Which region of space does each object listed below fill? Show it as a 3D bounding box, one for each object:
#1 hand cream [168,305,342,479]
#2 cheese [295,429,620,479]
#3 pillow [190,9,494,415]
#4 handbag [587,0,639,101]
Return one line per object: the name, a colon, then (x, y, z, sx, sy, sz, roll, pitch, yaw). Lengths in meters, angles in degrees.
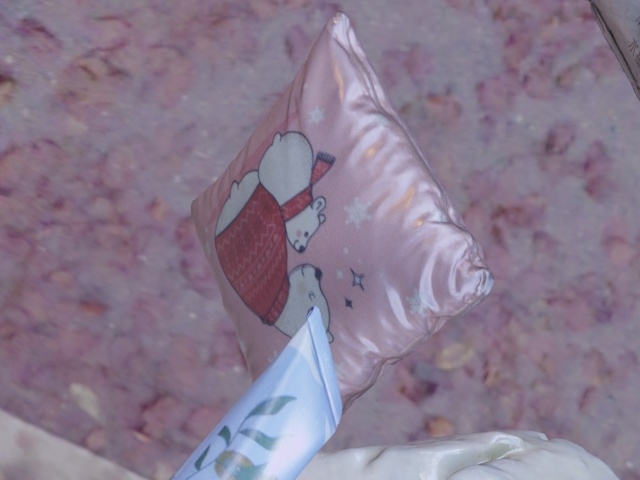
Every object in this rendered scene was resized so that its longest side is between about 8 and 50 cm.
hand cream: (-0.061, 0.141, 0.825, 0.256, 0.055, 0.088, -48, 133, -41)
cheese: (0.085, 0.268, 0.997, 0.153, 0.332, 0.292, 4, 65, -55)
pillow: (0.000, 0.000, 1.021, 0.084, 0.223, 0.236, -1, 144, -43)
handbag: (0.320, -0.139, 1.161, 0.182, 0.270, 0.117, -21, 144, 6)
